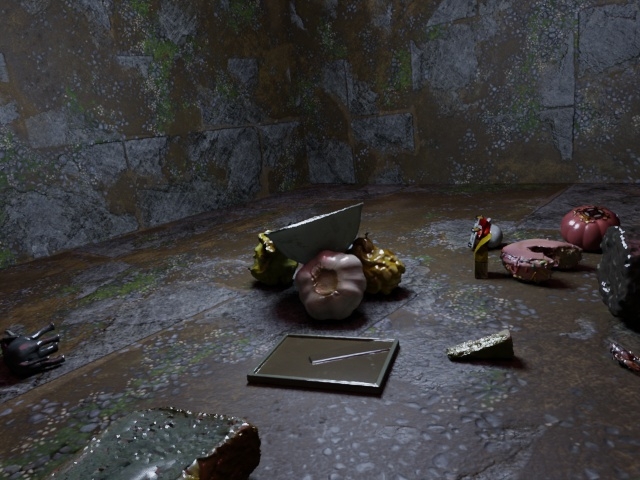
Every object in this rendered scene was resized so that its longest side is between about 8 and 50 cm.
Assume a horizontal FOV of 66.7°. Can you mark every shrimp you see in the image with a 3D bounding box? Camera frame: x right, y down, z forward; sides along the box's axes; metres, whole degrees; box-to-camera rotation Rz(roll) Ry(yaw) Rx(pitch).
[{"bbox_3d":[0.584,0.227,0.927,0.038,0.029,0.092,-11,18,-18],"label":"shrimp"}]

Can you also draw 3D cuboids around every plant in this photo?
[{"bbox_3d":[0.797,0.071,1.063,0.312,0.215,0.213,-2,17,12],"label":"plant"}]

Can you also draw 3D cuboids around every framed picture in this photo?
[{"bbox_3d":[0.013,0.262,1.075,0.289,0.020,0.211,-2,15,21],"label":"framed picture"}]

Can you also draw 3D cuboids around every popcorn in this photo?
[{"bbox_3d":[0.155,0.089,1.469,0.194,0.163,0.140,37,56,24],"label":"popcorn"},{"bbox_3d":[-0.158,0.049,1.638,0.173,0.195,0.168,-21,27,-31],"label":"popcorn"}]

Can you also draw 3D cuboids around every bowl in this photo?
[{"bbox_3d":[0.000,0.000,1.453,0.313,0.146,0.313,-17,4,1],"label":"bowl"}]

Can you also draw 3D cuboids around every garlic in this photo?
[{"bbox_3d":[0.041,0.134,1.362,0.199,0.199,0.226,-2,-15,18],"label":"garlic"}]

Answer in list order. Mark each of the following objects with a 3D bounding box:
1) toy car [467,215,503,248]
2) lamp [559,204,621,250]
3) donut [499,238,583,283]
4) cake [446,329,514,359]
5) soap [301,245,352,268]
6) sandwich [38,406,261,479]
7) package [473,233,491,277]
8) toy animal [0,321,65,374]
[{"bbox_3d":[0.602,-0.016,1.762,0.112,0.112,0.139,16,31,18],"label":"toy car"},{"bbox_3d":[0.901,-0.035,1.625,0.182,0.140,0.182,-11,31,6],"label":"lamp"},{"bbox_3d":[0.645,0.058,1.454,0.232,0.085,0.199,-16,17,-31],"label":"donut"},{"bbox_3d":[0.338,0.234,1.025,0.140,0.055,0.051,-21,11,18],"label":"cake"},{"bbox_3d":[0.028,0.057,1.703,0.192,0.109,0.324,-9,13,-12],"label":"soap"},{"bbox_3d":[-0.265,0.353,0.683,0.271,0.099,0.301,0,16,25],"label":"sandwich"},{"bbox_3d":[0.493,0.046,1.483,0.047,0.131,0.071,4,19,19],"label":"package"},{"bbox_3d":[-0.756,0.272,1.263,0.137,0.082,0.269,-18,19,-41],"label":"toy animal"}]
